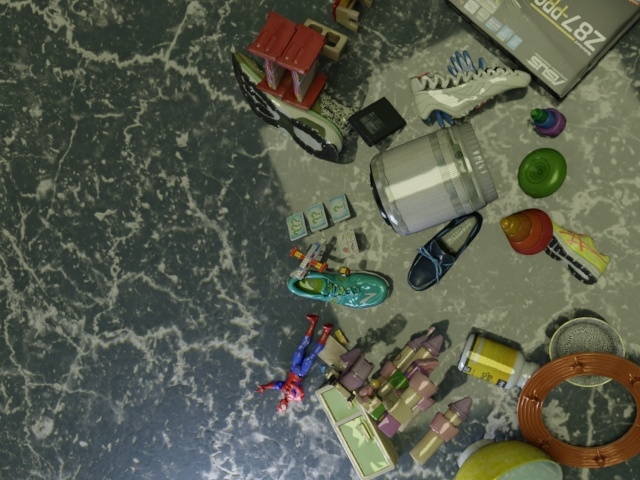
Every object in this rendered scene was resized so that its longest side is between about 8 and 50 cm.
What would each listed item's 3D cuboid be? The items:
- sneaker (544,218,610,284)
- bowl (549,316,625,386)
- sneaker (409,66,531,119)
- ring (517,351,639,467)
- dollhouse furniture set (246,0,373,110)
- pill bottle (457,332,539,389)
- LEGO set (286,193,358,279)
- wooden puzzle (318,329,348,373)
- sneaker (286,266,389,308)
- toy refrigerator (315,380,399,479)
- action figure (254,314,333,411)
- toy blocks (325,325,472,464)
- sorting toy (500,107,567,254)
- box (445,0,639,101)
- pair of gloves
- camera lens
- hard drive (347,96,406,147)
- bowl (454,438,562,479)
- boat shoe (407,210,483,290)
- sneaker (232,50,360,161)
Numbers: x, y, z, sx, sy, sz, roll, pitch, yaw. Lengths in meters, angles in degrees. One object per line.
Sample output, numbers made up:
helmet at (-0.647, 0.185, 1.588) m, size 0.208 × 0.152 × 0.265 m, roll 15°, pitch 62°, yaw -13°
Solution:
sneaker at (0.620, 0.010, 1.654) m, size 0.094 × 0.081 × 0.208 m, roll -37°, pitch 74°, yaw -16°
bowl at (0.648, 0.266, 1.647) m, size 0.170 × 0.080 × 0.170 m, roll 1°, pitch 93°, yaw 15°
sneaker at (0.371, -0.367, 1.666) m, size 0.292 × 0.110 × 0.118 m, roll -3°, pitch 101°, yaw 17°
ring at (0.649, 0.420, 1.622) m, size 0.337 × 0.032 × 0.336 m, roll 4°, pitch 114°, yaw 8°
dollhouse furniture set at (-0.014, -0.531, 1.650) m, size 0.152 × 0.201 × 0.374 m, roll 27°, pitch 75°, yaw 8°
pill bottle at (0.448, 0.311, 1.689) m, size 0.184 × 0.103 × 0.103 m, roll 20°, pitch 97°, yaw 13°
LEGO set at (0.000, 0.000, 1.763) m, size 0.183 × 0.060 × 0.244 m, roll -21°, pitch 58°, yaw 15°
wooden puzzle at (0.032, 0.305, 1.843) m, size 0.116 × 0.014 × 0.078 m, roll -43°, pitch 78°, yaw 12°
sneaker at (0.044, 0.131, 1.782) m, size 0.276 × 0.110 × 0.106 m, roll 3°, pitch 94°, yaw 14°
toy refrigerator at (0.098, 0.493, 1.792) m, size 0.102 × 0.094 × 0.269 m, roll -29°, pitch 85°, yaw 14°
action figure at (-0.074, 0.342, 1.809) m, size 0.092 × 0.139 × 0.280 m, roll 27°, pitch 102°, yaw 30°
toy blocks at (0.206, 0.319, 1.632) m, size 0.309 × 0.288 × 0.260 m, roll 42°, pitch 90°, yaw -7°
sorting toy at (0.501, -0.152, 1.619) m, size 0.127 × 0.126 × 0.365 m, roll 12°, pitch 89°, yaw 49°
box at (0.549, -0.586, 1.627) m, size 0.395 × 0.097 × 0.318 m, roll 45°, pitch 105°, yaw 8°
pair of gloves at (0.343, -0.391, 1.727) m, size 0.198 × 0.023 × 0.159 m, roll -30°, pitch 85°, yaw 14°
camera lens at (0.272, -0.148, 1.653) m, size 0.274 × 0.219 × 0.219 m, roll -21°, pitch 87°, yaw 15°
hard drive at (0.147, -0.308, 1.736) m, size 0.135 × 0.022 × 0.094 m, roll -35°, pitch 82°, yaw -30°
bowl at (0.430, 0.589, 1.663) m, size 0.289 × 0.289 × 0.156 m, roll -50°, pitch 39°, yaw 11°
boat shoe at (0.307, 0.020, 1.719) m, size 0.109 × 0.089 × 0.258 m, roll 36°, pitch 101°, yaw 10°
sneaker at (-0.062, -0.387, 1.799) m, size 0.410 × 0.158 × 0.182 m, roll 40°, pitch 70°, yaw 11°
